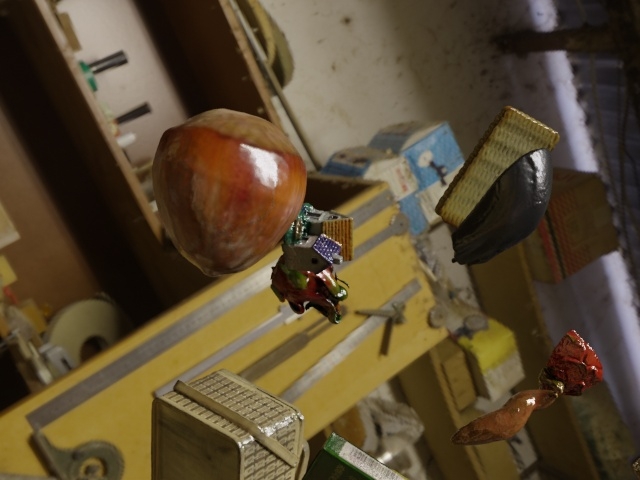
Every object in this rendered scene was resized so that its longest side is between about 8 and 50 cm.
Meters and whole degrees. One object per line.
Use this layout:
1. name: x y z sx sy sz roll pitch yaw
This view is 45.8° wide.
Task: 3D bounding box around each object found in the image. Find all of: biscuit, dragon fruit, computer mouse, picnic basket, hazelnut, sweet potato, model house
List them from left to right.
1. picnic basket: -0.161 0.404 1.335 0.228 0.175 0.313 18 -67 35
2. hazelnut: -0.110 -0.058 0.930 0.176 0.214 0.214 6 -52 33
3. dragon fruit: -0.014 0.070 1.371 0.175 0.138 0.142 39 9 2
4. model house: 0.000 0.000 1.247 0.100 0.101 0.088 10 -60 16
5. biscuit: 0.343 -0.129 1.479 0.255 0.172 0.029 -59 -142 19
6. sweet potato: 0.322 0.314 1.322 0.058 0.202 0.055 63 -6 6
7. computer mouse: 0.334 -0.042 1.352 0.264 0.147 0.088 -51 -122 23
8. dragon fruit: 0.457 0.251 1.383 0.083 0.106 0.162 43 -14 34

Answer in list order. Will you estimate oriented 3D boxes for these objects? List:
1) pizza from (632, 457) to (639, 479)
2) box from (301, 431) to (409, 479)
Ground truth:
1. pizza: 0.736 0.471 1.471 0.246 0.058 0.127 0 -63 13
2. box: 0.090 0.350 0.980 0.235 0.034 0.132 31 -45 7
